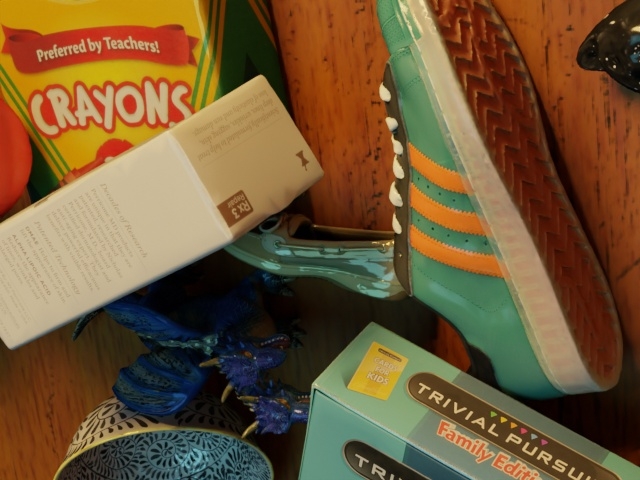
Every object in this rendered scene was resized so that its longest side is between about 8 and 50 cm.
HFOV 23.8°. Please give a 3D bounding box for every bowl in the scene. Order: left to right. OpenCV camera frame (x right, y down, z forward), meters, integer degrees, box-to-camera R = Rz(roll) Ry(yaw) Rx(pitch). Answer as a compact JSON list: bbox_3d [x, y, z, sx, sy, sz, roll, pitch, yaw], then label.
[{"bbox_3d":[-0.124,0.159,1.186,0.170,0.080,0.170,-5,142,-4],"label":"bowl"}]

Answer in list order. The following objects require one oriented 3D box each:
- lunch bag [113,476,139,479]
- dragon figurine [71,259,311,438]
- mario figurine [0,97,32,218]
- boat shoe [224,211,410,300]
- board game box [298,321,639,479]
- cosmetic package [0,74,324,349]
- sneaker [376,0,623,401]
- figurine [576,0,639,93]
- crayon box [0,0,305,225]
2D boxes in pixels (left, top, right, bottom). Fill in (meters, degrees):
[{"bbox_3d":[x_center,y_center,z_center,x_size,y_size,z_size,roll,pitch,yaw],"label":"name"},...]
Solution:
[{"bbox_3d":[-0.163,0.215,1.272,0.083,0.053,0.071,44,130,-4],"label":"lunch bag"},{"bbox_3d":[-0.109,0.072,1.113,0.289,0.144,0.085,6,113,31],"label":"dragon figurine"},{"bbox_3d":[-0.344,-0.070,1.123,0.198,0.170,0.320,43,168,-29],"label":"mario figurine"},{"bbox_3d":[0.000,0.001,1.070,0.153,0.056,0.048,16,112,23],"label":"boat shoe"},{"bbox_3d":[0.100,0.248,1.059,0.254,0.079,0.336,28,136,19],"label":"board game box"},{"bbox_3d":[-0.124,-0.016,0.999,0.231,0.117,0.085,-27,97,37],"label":"cosmetic package"},{"bbox_3d":[0.085,-0.028,0.966,0.121,0.108,0.302,-15,103,32],"label":"sneaker"},{"bbox_3d":[0.268,-0.111,0.835,0.215,0.092,0.209,41,135,10],"label":"figurine"},{"bbox_3d":[-0.141,-0.166,1.068,0.202,0.081,0.318,0,110,34],"label":"crayon box"}]
